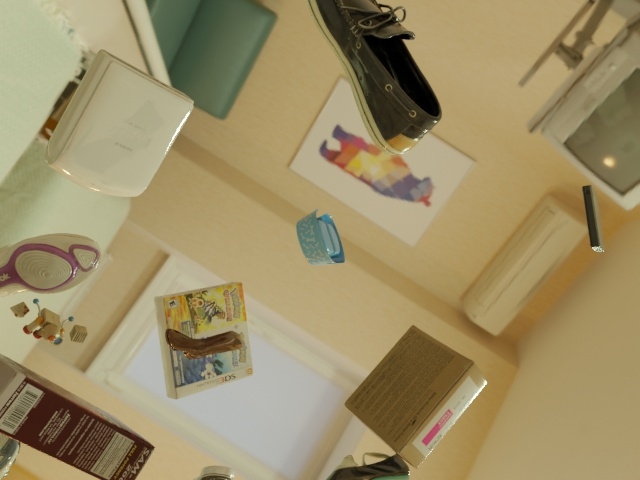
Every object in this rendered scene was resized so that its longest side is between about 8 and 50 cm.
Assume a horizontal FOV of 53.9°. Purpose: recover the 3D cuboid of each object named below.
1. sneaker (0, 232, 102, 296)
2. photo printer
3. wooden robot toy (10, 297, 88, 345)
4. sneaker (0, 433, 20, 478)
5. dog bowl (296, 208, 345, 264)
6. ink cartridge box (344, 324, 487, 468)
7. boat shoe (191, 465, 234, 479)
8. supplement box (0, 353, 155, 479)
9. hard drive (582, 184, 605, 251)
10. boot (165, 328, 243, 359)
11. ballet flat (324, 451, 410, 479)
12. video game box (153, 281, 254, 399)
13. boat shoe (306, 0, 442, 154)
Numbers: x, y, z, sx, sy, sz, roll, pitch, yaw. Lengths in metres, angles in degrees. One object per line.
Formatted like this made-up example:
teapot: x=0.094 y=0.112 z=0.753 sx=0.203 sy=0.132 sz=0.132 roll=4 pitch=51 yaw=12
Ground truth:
sneaker: x=-0.556 y=0.039 z=1.146 sx=0.152 sy=0.305 sz=0.114 roll=-125 pitch=-157 yaw=-63
photo printer: x=-0.475 y=-0.254 z=1.478 sx=0.256 sy=0.107 sz=0.307 roll=23 pitch=103 yaw=-48
wooden robot toy: x=-0.566 y=0.192 z=1.317 sx=0.076 sy=0.173 sz=0.079 roll=-44 pitch=-136 yaw=3
sneaker: x=-0.671 y=0.402 z=1.095 sx=0.283 sy=0.110 sz=0.122 roll=-27 pitch=130 yaw=-34
dog bowl: x=0.000 y=0.000 z=1.906 sx=0.074 sy=0.165 sz=0.297 roll=-19 pitch=174 yaw=11
ink cartridge box: x=0.195 y=0.318 z=1.309 sx=0.234 sy=0.088 sz=0.193 roll=-46 pitch=-143 yaw=-10
boat shoe: x=-0.275 y=0.605 z=1.518 sx=0.228 sy=0.080 sz=0.076 roll=-41 pitch=-145 yaw=41
supplement box: x=-0.353 y=0.241 z=0.847 sx=0.130 sy=0.239 sz=0.073 roll=12 pitch=-118 yaw=45
hard drive: x=0.596 y=-0.046 z=1.374 sx=0.094 sy=0.022 sz=0.135 roll=15 pitch=69 yaw=-60
boot: x=-0.201 y=0.173 z=1.108 sx=0.106 sy=0.114 sz=0.037 roll=53 pitch=29 yaw=-54
ballet flat: x=0.083 y=0.470 z=1.283 sx=0.074 sy=0.203 sz=0.074 roll=177 pitch=-90 yaw=-70
video game box: x=-0.233 y=0.199 z=1.284 sx=0.187 sy=0.205 sz=0.048 roll=-10 pitch=-176 yaw=-42
boat shoe: x=0.116 y=-0.433 z=1.353 sx=0.187 sy=0.500 sz=0.156 roll=-22 pitch=178 yaw=-45
